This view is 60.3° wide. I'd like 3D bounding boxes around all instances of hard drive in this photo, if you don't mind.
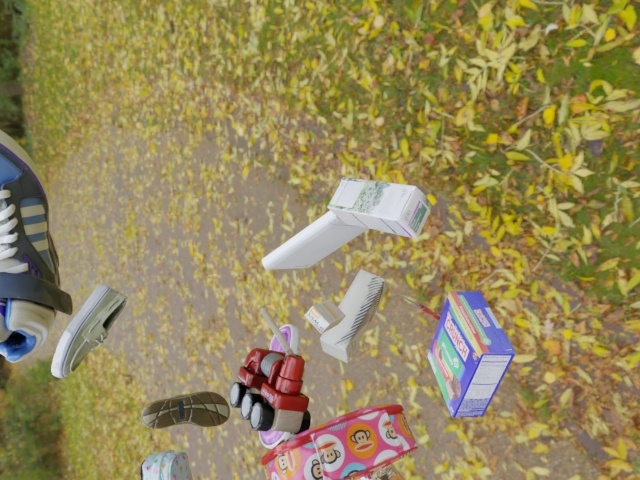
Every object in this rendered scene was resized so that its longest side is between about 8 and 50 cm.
[{"bbox_3d":[0.000,0.000,1.845,0.353,0.233,0.047,-34,68,35],"label":"hard drive"}]

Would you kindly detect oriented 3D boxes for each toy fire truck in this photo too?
[{"bbox_3d":[-0.107,0.270,1.203,0.217,0.159,0.246,9,83,63],"label":"toy fire truck"}]

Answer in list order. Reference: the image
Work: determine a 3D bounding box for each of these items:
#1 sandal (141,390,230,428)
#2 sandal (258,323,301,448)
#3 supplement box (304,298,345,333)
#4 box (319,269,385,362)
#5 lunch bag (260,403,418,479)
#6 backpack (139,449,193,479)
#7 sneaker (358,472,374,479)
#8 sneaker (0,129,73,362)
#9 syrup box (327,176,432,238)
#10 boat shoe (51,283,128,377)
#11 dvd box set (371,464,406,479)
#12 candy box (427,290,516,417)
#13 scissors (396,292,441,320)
[{"bbox_3d":[-0.276,0.349,1.133,0.049,0.180,0.072,158,111,-63],"label":"sandal"},{"bbox_3d":[-0.139,0.400,1.571,0.169,0.102,0.416,-45,24,25],"label":"sandal"},{"bbox_3d":[0.012,0.184,1.348,0.062,0.098,0.036,46,112,16],"label":"supplement box"},{"bbox_3d":[0.106,0.236,1.743,0.094,0.275,0.113,22,153,20],"label":"box"},{"bbox_3d":[0.031,0.446,1.141,0.258,0.293,0.120,119,136,-55],"label":"lunch bag"},{"bbox_3d":[-0.400,0.644,1.446,0.152,0.115,0.181,15,-117,-83],"label":"backpack"},{"bbox_3d":[0.173,0.797,1.872,0.075,0.170,0.063,-48,54,24],"label":"sneaker"},{"bbox_3d":[-0.454,0.022,0.772,0.236,0.130,0.322,-111,16,-46],"label":"sneaker"},{"bbox_3d":[0.141,-0.082,1.333,0.237,0.096,0.093,14,72,45],"label":"syrup box"},{"bbox_3d":[-0.657,0.257,1.579,0.109,0.094,0.302,107,180,-53],"label":"boat shoe"},{"bbox_3d":[0.257,0.626,1.070,0.307,0.062,0.420,52,171,0],"label":"dvd box set"},{"bbox_3d":[0.470,0.365,1.771,0.268,0.122,0.317,-105,20,-51],"label":"candy box"},{"bbox_3d":[0.350,0.229,1.899,0.109,0.297,0.021,37,93,30],"label":"scissors"}]
